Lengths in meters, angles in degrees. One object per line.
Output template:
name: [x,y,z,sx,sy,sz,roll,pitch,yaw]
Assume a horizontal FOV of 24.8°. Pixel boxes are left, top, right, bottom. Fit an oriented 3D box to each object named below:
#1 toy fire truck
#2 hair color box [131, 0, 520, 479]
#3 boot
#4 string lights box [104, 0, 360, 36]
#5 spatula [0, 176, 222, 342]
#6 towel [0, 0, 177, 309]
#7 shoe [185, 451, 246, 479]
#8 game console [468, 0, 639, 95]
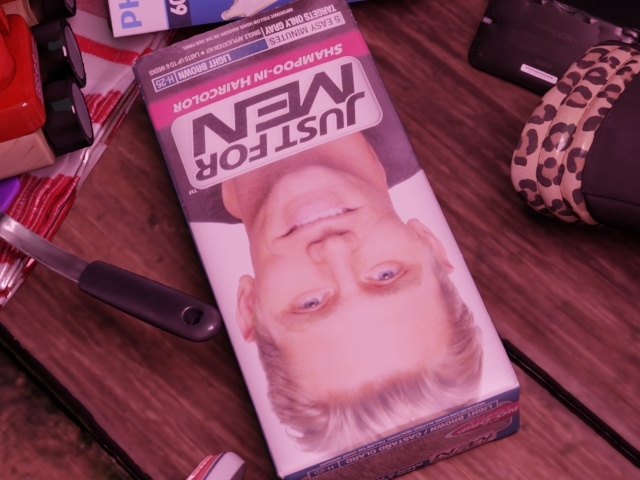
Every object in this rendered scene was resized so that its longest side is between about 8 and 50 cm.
toy fire truck: [-0.282,-0.183,1.043,0.158,0.246,0.217,-15,54,3]
hair color box: [0.000,0.000,1.052,0.174,0.105,0.347,-21,65,-3]
boot: [0.340,-0.085,1.004,0.284,0.138,0.377,15,40,42]
string lights box: [-0.045,-0.245,1.132,0.260,0.077,0.133,-10,108,-9]
spatula: [-0.187,0.012,1.044,0.296,0.030,0.084,22,68,27]
towel: [-0.276,-0.120,1.181,0.237,0.037,0.329,21,69,17]
shoe: [-0.130,0.204,0.992,0.081,0.063,0.178,32,76,14]
game console: [0.197,-0.166,1.161,0.122,0.071,0.107,25,100,18]
